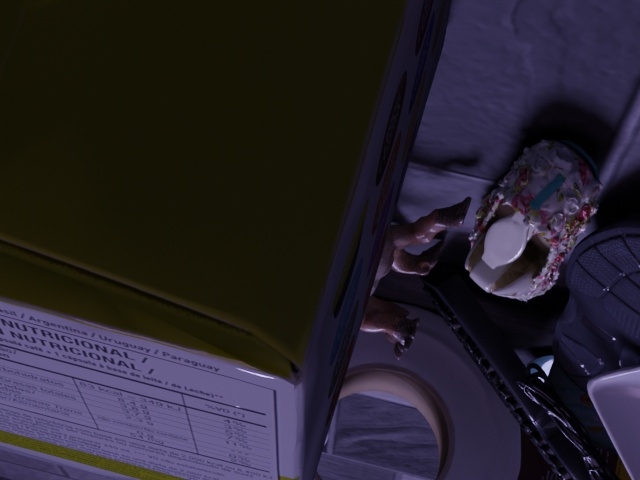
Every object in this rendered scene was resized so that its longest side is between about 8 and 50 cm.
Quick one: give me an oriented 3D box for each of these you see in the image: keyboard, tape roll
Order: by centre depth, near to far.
[{"bbox_3d":[0.197,0.163,1.243,0.317,0.033,0.201,53,173,-6],"label":"keyboard"},{"bbox_3d":[0.054,0.208,1.402,0.286,0.286,0.100,14,160,4],"label":"tape roll"}]

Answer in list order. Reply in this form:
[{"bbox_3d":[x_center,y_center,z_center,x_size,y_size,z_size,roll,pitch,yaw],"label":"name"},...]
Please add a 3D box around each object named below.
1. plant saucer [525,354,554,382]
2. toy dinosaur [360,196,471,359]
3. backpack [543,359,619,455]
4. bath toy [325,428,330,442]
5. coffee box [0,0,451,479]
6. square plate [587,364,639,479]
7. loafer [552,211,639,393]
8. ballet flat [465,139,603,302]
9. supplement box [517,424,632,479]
[{"bbox_3d":[0.264,0.160,1.447,0.119,0.021,0.119,18,132,21],"label":"plant saucer"},{"bbox_3d":[0.000,0.000,1.153,0.200,0.127,0.296,22,172,2],"label":"toy dinosaur"},{"bbox_3d":[0.302,0.151,1.325,0.182,0.115,0.152,22,161,-9],"label":"backpack"},{"bbox_3d":[-0.155,0.182,1.713,0.348,0.129,0.151,8,122,5],"label":"bath toy"},{"bbox_3d":[-0.123,-0.081,0.708,0.338,0.338,0.334,15,159,5],"label":"coffee box"},{"bbox_3d":[0.424,0.210,1.066,0.344,0.049,0.347,-21,101,40],"label":"square plate"},{"bbox_3d":[0.261,0.037,1.133,0.109,0.095,0.302,42,160,16],"label":"loafer"},{"bbox_3d":[0.149,-0.002,1.078,0.091,0.077,0.241,42,161,15],"label":"ballet flat"},{"bbox_3d":[0.278,0.268,1.529,0.194,0.191,0.129,-3,153,37],"label":"supplement box"}]
